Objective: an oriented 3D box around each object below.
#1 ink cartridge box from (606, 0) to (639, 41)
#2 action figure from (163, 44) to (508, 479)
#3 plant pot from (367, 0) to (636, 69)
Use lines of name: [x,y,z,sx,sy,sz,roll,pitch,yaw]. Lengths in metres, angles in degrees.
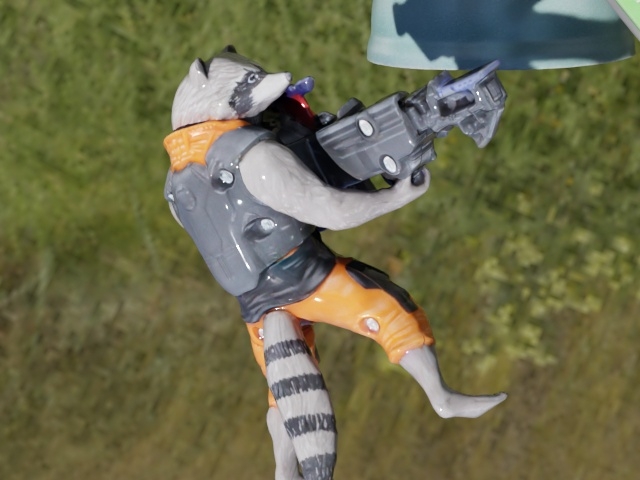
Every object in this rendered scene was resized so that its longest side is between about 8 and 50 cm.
ink cartridge box: [0.301,-0.250,1.164,0.201,0.278,0.117,41,-168,-38]
action figure: [0.000,0.000,1.264,0.341,0.178,0.330,-33,83,49]
plant pot: [0.193,-0.297,1.889,0.293,0.196,0.293,-2,-168,1]
